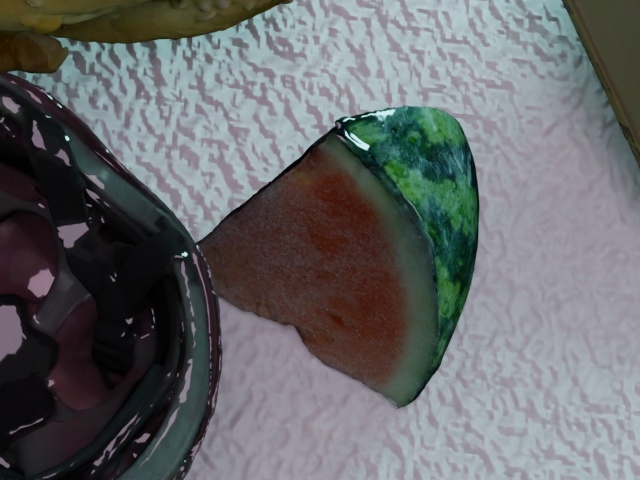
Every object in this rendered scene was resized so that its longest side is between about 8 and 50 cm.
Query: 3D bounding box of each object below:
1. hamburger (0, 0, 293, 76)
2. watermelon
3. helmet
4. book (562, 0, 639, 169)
[{"bbox_3d":[-0.237,-0.261,0.913,0.287,0.268,0.445,-40,86,8],"label":"hamburger"},{"bbox_3d":[0.019,0.008,0.960,0.202,0.207,0.136,-31,57,6],"label":"watermelon"},{"bbox_3d":[-0.217,0.054,0.904,0.338,0.197,0.271,32,70,7],"label":"helmet"},{"bbox_3d":[0.295,-0.117,1.017,0.217,0.021,0.310,-30,104,-9],"label":"book"}]
